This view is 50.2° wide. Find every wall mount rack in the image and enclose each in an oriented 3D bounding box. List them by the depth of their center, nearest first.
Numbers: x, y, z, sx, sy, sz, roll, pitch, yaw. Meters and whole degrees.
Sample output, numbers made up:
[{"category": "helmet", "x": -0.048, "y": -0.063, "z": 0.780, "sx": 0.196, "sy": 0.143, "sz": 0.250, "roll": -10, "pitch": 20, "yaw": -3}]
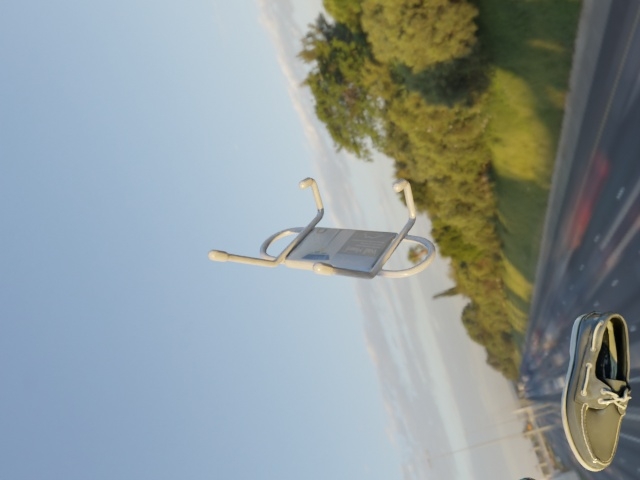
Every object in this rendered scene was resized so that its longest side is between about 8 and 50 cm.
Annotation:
[{"category": "wall mount rack", "x": 0.000, "y": 0.000, "z": 1.146, "sx": 0.304, "sy": 0.350, "sz": 0.130, "roll": -47, "pitch": -50, "yaw": -43}]

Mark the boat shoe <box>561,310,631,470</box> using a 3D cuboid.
[{"category": "boat shoe", "x": 0.561, "y": 0.293, "z": 1.365, "sx": 0.099, "sy": 0.116, "sz": 0.320, "roll": 139, "pitch": 144, "yaw": -65}]

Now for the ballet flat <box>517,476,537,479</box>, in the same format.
[{"category": "ballet flat", "x": 0.286, "y": 0.360, "z": 0.779, "sx": 0.067, "sy": 0.073, "sz": 0.206, "roll": 39, "pitch": -164, "yaw": -29}]
